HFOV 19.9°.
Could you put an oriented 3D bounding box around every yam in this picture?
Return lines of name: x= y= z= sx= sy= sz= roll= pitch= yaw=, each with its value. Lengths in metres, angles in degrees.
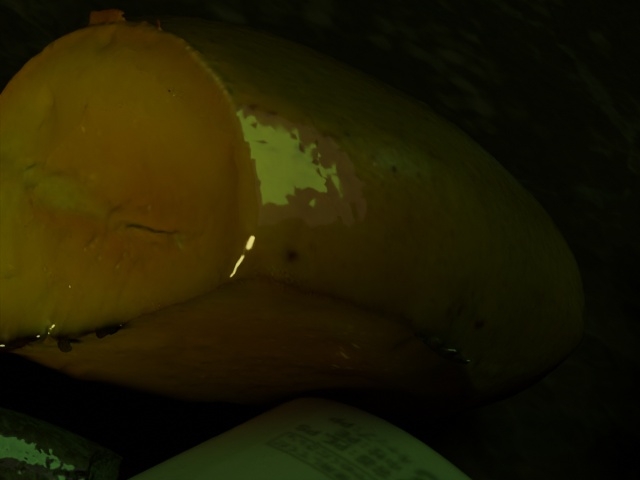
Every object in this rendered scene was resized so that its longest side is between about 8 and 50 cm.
yam: x=-0.113 y=0.073 z=0.598 sx=0.094 sy=0.043 sz=0.043 roll=21 pitch=32 yaw=-13

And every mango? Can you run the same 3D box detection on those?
mango: x=0.000 y=0.000 z=0.698 sx=0.187 sy=0.138 sz=0.257 roll=3 pitch=-8 yaw=34

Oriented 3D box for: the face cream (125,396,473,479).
face cream: x=-0.050 y=0.155 z=0.498 sx=0.173 sy=0.081 sz=0.348 roll=43 pitch=33 yaw=17
